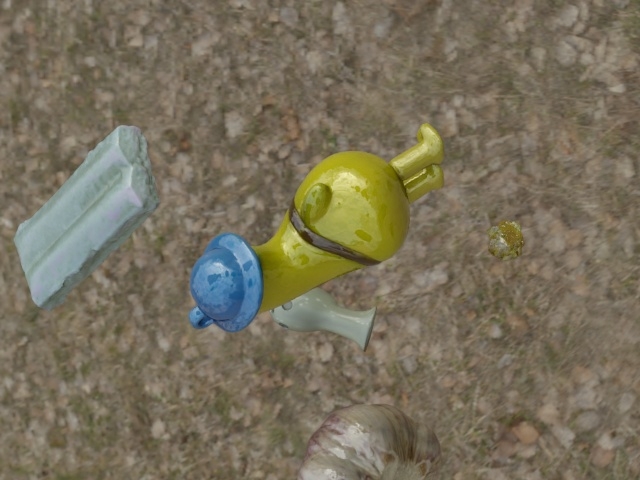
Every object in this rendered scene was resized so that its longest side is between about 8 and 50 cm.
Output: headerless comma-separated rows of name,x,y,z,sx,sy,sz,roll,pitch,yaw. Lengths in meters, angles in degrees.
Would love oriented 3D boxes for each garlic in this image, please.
garlic,0.042,0.227,0.889,0.102,0.159,0.147,9,113,51

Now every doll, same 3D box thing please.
doll,0.000,0.000,1.086,0.145,0.363,0.199,49,166,32

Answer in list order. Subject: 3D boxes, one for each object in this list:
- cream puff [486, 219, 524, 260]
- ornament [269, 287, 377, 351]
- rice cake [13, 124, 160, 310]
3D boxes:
cream puff,0.360,0.003,1.779,0.083,0.083,0.058,49,155,25
ornament,0.001,0.107,1.341,0.156,0.081,0.075,16,122,6
rice cake,-0.222,-0.016,0.854,0.226,0.040,0.085,-36,71,39
